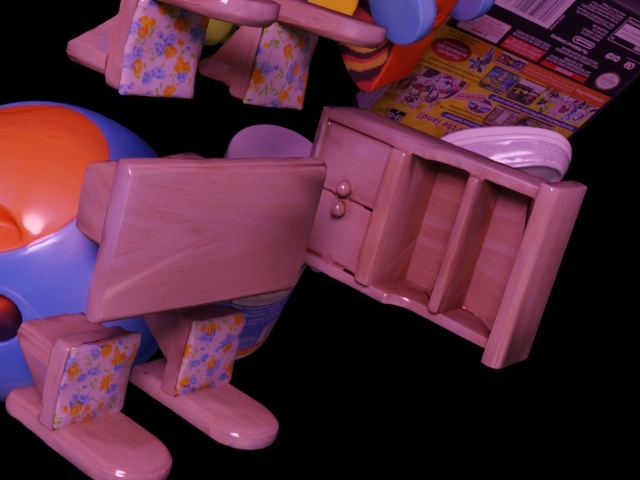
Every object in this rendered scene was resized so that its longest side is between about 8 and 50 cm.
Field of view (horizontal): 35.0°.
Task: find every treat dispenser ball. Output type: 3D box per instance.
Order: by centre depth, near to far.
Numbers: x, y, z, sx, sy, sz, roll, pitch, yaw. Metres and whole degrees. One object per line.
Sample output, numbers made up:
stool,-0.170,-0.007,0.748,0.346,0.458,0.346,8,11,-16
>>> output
treat dispenser ball,-0.265,0.012,0.968,0.288,0.288,0.288,-10,144,-7

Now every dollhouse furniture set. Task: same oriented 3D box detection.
dollhouse furniture set,0.000,0.000,0.826,0.394,0.256,0.362,-7,117,-53

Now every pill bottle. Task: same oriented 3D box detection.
pill bottle,-0.088,0.003,1.137,0.152,0.152,0.272,3,140,-23

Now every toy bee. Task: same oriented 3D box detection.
toy bee,0.091,-0.261,0.886,0.298,0.162,0.195,-31,174,41

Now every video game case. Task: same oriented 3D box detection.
video game case,0.212,-0.187,1.095,0.274,0.035,0.248,14,135,-35

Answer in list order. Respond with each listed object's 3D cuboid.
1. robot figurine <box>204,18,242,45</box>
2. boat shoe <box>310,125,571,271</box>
robot figurine,-0.118,-0.216,0.907,0.115,0.067,0.101,15,142,-35
boat shoe,0.128,-0.045,1.148,0.320,0.103,0.118,-13,155,16
